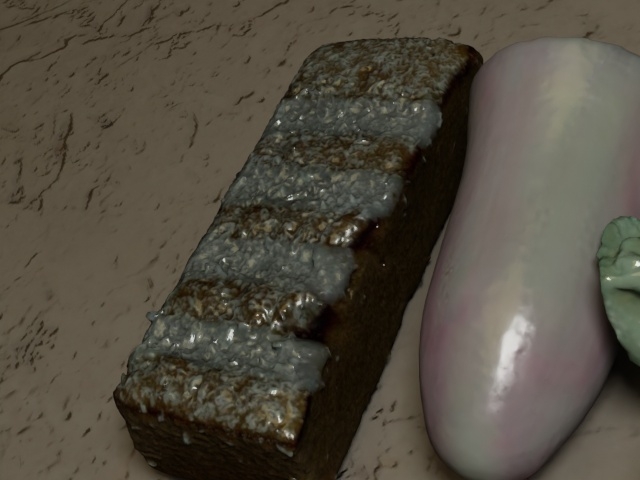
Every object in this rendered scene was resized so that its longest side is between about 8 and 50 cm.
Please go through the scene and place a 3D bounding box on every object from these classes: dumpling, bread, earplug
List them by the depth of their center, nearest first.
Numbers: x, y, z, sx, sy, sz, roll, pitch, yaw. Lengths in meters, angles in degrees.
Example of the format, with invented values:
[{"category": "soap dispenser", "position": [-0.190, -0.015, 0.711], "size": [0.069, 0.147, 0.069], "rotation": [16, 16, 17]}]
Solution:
[{"category": "dumpling", "position": [0.274, 0.048, 0.803], "size": [0.216, 0.105, 0.149], "rotation": [36, 66, 6]}, {"category": "earplug", "position": [0.145, 0.028, 0.882], "size": [0.172, 0.172, 0.301], "rotation": [4, 58, 31]}, {"category": "bread", "position": [0.000, 0.000, 1.009], "size": [0.165, 0.113, 0.417], "rotation": [5, 50, 29]}]
